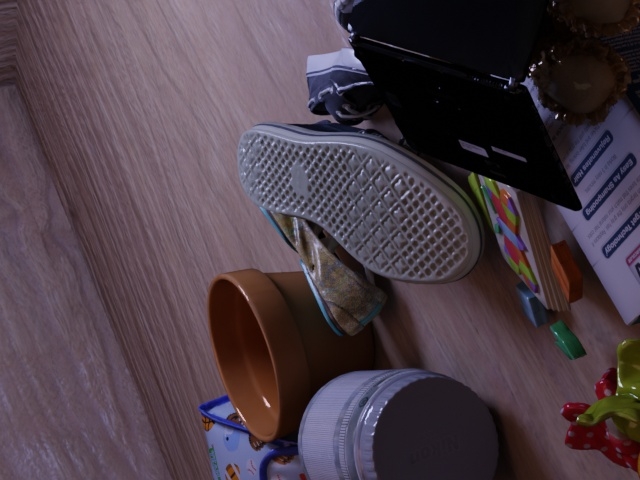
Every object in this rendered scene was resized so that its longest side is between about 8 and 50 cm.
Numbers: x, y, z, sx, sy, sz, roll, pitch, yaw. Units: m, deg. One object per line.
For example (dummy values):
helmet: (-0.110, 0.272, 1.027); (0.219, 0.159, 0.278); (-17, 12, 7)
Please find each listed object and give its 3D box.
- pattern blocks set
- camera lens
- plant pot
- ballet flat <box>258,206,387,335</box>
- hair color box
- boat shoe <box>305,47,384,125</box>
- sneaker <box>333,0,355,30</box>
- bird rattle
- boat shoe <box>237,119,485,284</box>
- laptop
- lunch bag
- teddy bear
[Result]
pattern blocks set: (0.227, -0.015, 1.390); (0.285, 0.026, 0.325); (-128, 14, -73)
camera lens: (0.106, 0.298, 1.759); (0.274, 0.219, 0.219); (-18, 88, 67)
plant pot: (-0.042, 0.172, 2.033); (0.291, 0.203, 0.291); (46, 144, 49)
ballet flat: (0.000, 0.000, 1.954); (0.348, 0.123, 0.123); (57, 151, 33)
hair color box: (0.301, -0.110, 1.217); (0.347, 0.105, 0.174); (65, 153, 23)
boat shoe: (0.050, -0.211, 1.686); (0.301, 0.108, 0.102); (-167, 83, -67)
sneaker: (0.095, -0.301, 1.591); (0.132, 0.086, 0.229); (67, 154, 12)
bird rattle: (0.342, 0.220, 1.262); (0.207, 0.143, 0.253); (49, 164, 22)
boat shoe: (0.070, -0.074, 1.704); (0.500, 0.156, 0.187); (24, 118, 51)
laptop: (0.153, -0.187, 1.142); (0.234, 0.136, 0.264); (27, 160, 46)
lunch bag: (-0.024, 0.453, 2.147); (0.385, 0.239, 0.328); (13, 117, 46)
teddy bear: (0.181, -0.240, 1.178); (0.338, 0.113, 0.245); (16, 123, 52)
